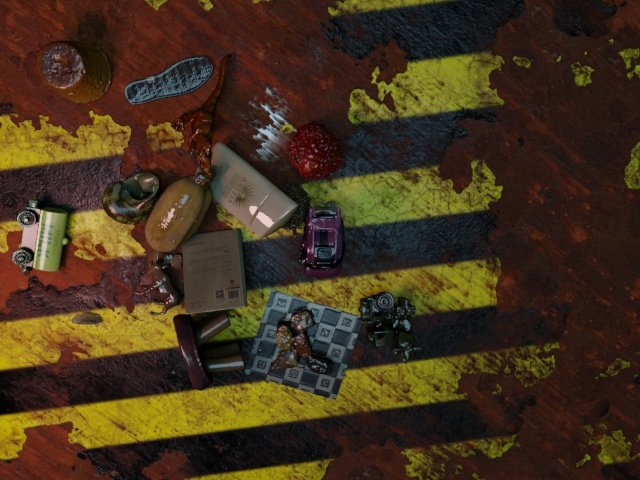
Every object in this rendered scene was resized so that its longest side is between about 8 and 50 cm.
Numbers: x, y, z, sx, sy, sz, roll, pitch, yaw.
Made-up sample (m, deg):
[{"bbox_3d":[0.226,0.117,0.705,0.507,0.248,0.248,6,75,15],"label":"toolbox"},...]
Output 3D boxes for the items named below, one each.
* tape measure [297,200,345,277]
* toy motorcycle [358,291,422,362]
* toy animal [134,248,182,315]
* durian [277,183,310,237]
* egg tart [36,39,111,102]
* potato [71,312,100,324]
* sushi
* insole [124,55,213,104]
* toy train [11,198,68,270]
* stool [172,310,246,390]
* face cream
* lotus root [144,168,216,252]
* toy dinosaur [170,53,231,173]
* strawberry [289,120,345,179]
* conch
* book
[{"bbox_3d":[0.000,0.000,1.641,0.149,0.231,0.245,1,83,-7],"label":"tape measure"},{"bbox_3d":[0.241,0.308,1.751,0.205,0.127,0.275,-3,97,-4],"label":"toy motorcycle"},{"bbox_3d":[-0.552,0.136,1.726,0.186,0.093,0.214,-32,99,14],"label":"toy animal"},{"bbox_3d":[-0.104,-0.099,1.688,0.149,0.091,0.188,-9,102,0],"label":"durian"},{"bbox_3d":[-0.784,-0.545,1.565,0.203,0.147,0.202,0,98,-3],"label":"egg tart"},{"bbox_3d":[-0.833,0.281,1.769,0.093,0.036,0.037,5,63,-20],"label":"potato"},{"bbox_3d":[-0.060,0.392,1.790,0.359,0.064,0.343,18,99,-5],"label":"sushi"},{"bbox_3d":[-0.502,-0.528,1.644,0.310,0.012,0.110,-16,101,1],"label":"insole"},{"bbox_3d":[-0.942,-0.010,1.684,0.157,0.105,0.253,10,101,-17],"label":"toy train"},{"bbox_3d":[-0.377,0.354,1.686,0.179,0.272,0.272,-20,100,-13],"label":"stool"},{"bbox_3d":[-0.249,-0.155,1.633,0.348,0.081,0.173,40,107,8],"label":"face cream"},{"bbox_3d":[-0.453,-0.106,1.608,0.151,0.169,0.342,37,112,1],"label":"lotus root"},{"bbox_3d":[-0.390,-0.398,1.609,0.097,0.208,0.431,18,64,-42],"label":"toy dinosaur"},{"bbox_3d":[-0.020,-0.282,1.611,0.184,0.201,0.186,5,120,16],"label":"strawberry"},{"bbox_3d":[-0.631,-0.141,1.658,0.182,0.124,0.187,25,70,5],"label":"conch"},{"bbox_3d":[-0.361,0.102,1.680,0.215,0.025,0.282,-6,69,-1],"label":"book"}]
